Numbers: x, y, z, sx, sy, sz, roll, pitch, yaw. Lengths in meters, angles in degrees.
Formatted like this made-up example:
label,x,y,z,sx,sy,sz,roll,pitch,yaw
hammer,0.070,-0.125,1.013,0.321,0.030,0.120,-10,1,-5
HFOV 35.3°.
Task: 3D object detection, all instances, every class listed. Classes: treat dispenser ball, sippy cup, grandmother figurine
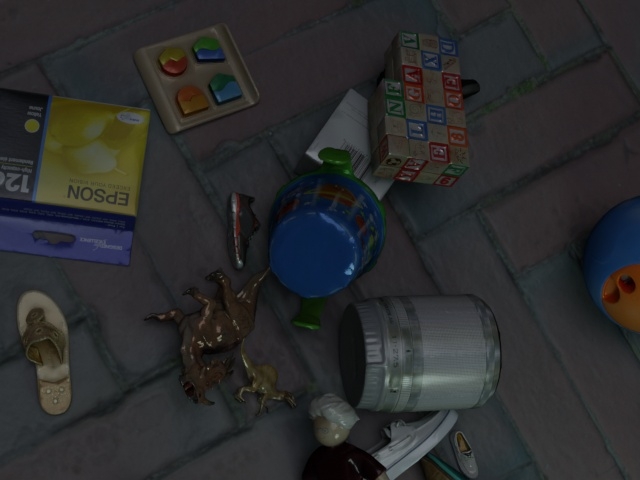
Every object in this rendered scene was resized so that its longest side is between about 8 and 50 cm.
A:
label,x,y,z,sx,sy,sz,roll,pitch,yaw
treat dispenser ball,0.676,0.050,2.023,0.288,0.288,0.288,3,75,-12
sippy cup,0.000,0.000,1.870,0.240,0.224,0.306,-24,101,13
grandmother figurine,0.041,0.448,1.827,0.207,0.104,0.343,-10,88,24

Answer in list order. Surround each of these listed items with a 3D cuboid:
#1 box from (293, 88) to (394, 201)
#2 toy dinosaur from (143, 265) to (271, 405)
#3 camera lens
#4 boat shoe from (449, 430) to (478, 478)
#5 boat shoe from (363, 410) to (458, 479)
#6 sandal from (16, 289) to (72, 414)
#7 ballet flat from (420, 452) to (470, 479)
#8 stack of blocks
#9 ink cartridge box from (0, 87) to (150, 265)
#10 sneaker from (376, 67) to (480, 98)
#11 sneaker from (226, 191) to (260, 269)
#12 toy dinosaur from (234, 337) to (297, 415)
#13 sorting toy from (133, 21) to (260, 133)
label,x,y,z,sx,sy,sz,roll,pitch,yaw
box,0.075,-0.173,2.033,0.181,0.119,0.182,35,70,-2
toy dinosaur,-0.189,0.170,1.889,0.295,0.127,0.200,-36,93,-31
camera lens,0.191,0.213,1.907,0.274,0.219,0.219,-1,76,-13
boat shoe,0.285,0.420,1.972,0.035,0.035,0.100,-17,80,-17
boat shoe,0.151,0.386,1.919,0.258,0.095,0.084,-37,90,-19
sandal,-0.498,0.196,1.828,0.088,0.079,0.240,-12,79,-16
ballet flat,0.313,0.541,1.922,0.342,0.116,0.124,32,90,-7
stack of blocks,0.187,-0.265,1.980,0.171,0.087,0.297,7,63,-17
ink cartridge box,-0.494,-0.123,1.919,0.303,0.072,0.307,7,72,-11
sneaker,0.225,-0.345,2.129,0.227,0.087,0.130,-9,84,-9
sneaker,-0.147,-0.021,1.976,0.064,0.061,0.158,2,76,-19
toy dinosaur,-0.123,0.268,1.902,0.093,0.053,0.183,-49,116,-18
sorting toy,-0.250,-0.335,2.043,0.208,0.038,0.193,-23,82,-17
